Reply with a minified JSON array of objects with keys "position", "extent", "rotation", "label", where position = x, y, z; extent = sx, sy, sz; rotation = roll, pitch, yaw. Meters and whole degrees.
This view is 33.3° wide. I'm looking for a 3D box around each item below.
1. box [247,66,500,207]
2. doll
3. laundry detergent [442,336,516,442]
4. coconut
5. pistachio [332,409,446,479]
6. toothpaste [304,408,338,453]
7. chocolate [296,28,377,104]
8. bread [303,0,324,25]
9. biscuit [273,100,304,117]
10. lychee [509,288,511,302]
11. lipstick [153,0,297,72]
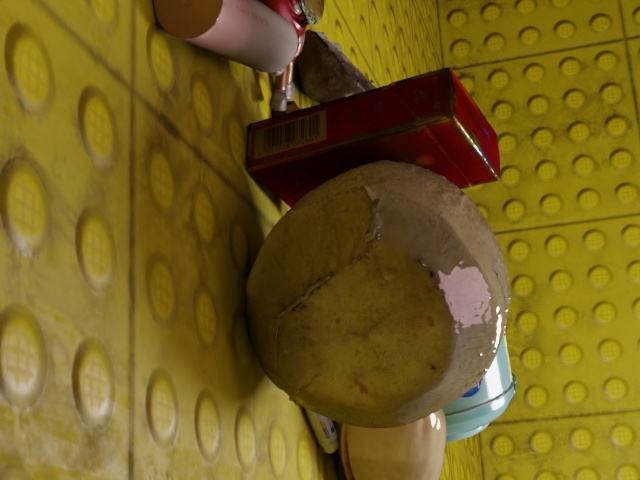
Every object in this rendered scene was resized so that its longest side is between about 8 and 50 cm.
[{"position":[0.078,-0.128,1.535],"extent":[0.197,0.313,0.089],"rotation":[42,43,-53],"label":"box"},{"position":[-0.060,-0.316,1.634],"extent":[0.183,0.085,0.217],"rotation":[-70,155,-71],"label":"doll"},{"position":[0.201,0.196,1.956],"extent":[0.287,0.287,0.305],"rotation":[-47,127,-72],"label":"laundry detergent"},{"position":[0.079,0.068,1.448],"extent":[0.360,0.346,0.346],"rotation":[-47,127,-73],"label":"coconut"},{"position":[0.110,0.325,1.746],"extent":[0.214,0.193,0.318],"rotation":[-34,128,-41],"label":"pistachio"},{"position":[-0.014,0.238,1.614],"extent":[0.052,0.033,0.218],"rotation":[-79,154,-54],"label":"toothpaste"},{"position":[0.044,-0.275,1.926],"extent":[0.185,0.100,0.303],"rotation":[45,13,9],"label":"chocolate"},{"position":[-0.054,-0.484,1.798],"extent":[0.286,0.056,0.207],"rotation":[27,59,-73],"label":"bread"},{"position":[-0.037,-0.137,1.720],"extent":[0.215,0.034,0.182],"rotation":[34,49,-71],"label":"biscuit"},{"position":[0.270,0.105,2.319],"extent":[0.300,0.300,0.300],"rotation":[-8,90,-76],"label":"lychee"},{"position":[-0.113,-0.280,1.390],"extent":[0.327,0.087,0.087],"rotation":[-7,89,-75],"label":"lipstick"}]
